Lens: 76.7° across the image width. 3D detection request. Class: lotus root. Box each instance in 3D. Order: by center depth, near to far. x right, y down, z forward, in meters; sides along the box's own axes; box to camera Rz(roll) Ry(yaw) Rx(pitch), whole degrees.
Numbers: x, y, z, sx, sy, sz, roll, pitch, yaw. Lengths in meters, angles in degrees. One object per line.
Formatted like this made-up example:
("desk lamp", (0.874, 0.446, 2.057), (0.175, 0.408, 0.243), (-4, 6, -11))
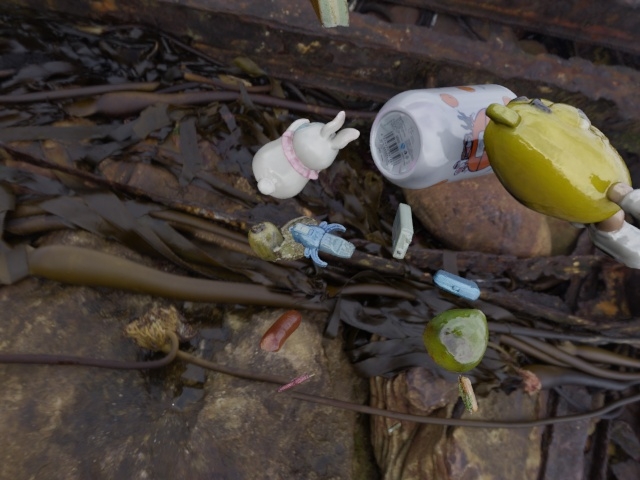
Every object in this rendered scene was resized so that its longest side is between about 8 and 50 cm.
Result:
("lotus root", (-0.245, 0.022, 1.919), (0.154, 0.278, 0.153), (-8, 53, 11))

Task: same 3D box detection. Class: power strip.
("power strip", (0.298, -0.038, 1.486), (0.046, 0.117, 0.270), (16, 29, 1))

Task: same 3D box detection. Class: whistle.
("whistle", (0.000, 0.000, 1.515), (0.269, 0.093, 0.180), (24, 66, 16))

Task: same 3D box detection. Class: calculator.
("calculator", (0.502, 0.163, 1.497), (0.173, 0.293, 0.051), (23, 97, 17))

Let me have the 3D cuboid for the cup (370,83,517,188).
("cup", (0.273, -0.231, 0.903), (0.318, 0.212, 0.212), (-17, 75, -33))

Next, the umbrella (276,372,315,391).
("umbrella", (-0.092, 0.521, 1.489), (0.025, 0.165, 0.027), (52, 15, -36))

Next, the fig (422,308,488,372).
("fig", (0.474, 0.337, 1.386), (0.230, 0.207, 0.207), (-30, 79, 13))

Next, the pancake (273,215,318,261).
("pancake", (-0.097, -0.004, 1.711), (0.212, 0.235, 0.029), (4, 33, -41))

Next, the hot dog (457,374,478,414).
("hot dog", (0.482, 0.508, 1.336), (0.041, 0.056, 0.132), (-16, 86, -14))

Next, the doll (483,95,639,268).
("doll", (0.464, -0.090, 0.724), (0.348, 0.161, 0.423), (44, 15, 26))

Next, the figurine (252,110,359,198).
("figurine", (-0.022, -0.190, 0.841), (0.127, 0.236, 0.155), (56, 27, -9))

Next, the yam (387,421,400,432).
("yam", (0.316, 0.803, 1.738), (0.116, 0.021, 0.021), (13, 58, -57))

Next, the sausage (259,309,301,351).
("sausage", (-0.165, 0.376, 1.703), (0.089, 0.083, 0.300), (24, 21, 12))

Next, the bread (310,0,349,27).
("bread", (0.024, -0.566, 0.930), (0.074, 0.084, 0.139), (-7, 60, -15))
